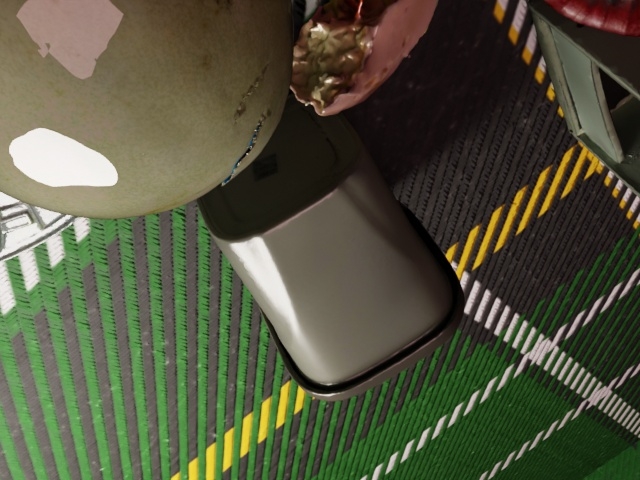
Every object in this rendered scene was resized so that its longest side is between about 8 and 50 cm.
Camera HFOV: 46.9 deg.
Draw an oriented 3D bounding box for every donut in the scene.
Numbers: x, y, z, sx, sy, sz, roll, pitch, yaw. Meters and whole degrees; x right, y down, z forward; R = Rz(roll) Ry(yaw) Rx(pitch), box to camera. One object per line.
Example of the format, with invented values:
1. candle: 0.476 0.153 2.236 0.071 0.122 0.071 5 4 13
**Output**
1. donut: 0.036 -0.229 0.603 0.199 0.085 0.233 -46 153 -31

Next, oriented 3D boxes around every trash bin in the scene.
1. trash bin: 0.000 0.000 0.777 0.219 0.219 0.250 -32 134 1

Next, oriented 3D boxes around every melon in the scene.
1. melon: -0.152 -0.151 0.483 0.268 0.268 0.330 -32 152 3

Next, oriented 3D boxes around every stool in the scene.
1. stool: 0.384 -0.161 0.784 0.170 0.270 0.243 -36 141 7

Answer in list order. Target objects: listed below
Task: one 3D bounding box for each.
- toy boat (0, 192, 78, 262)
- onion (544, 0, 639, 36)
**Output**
1. toy boat: -0.334 -0.019 0.645 0.319 0.092 0.141 -21 142 -11
2. onion: 0.294 -0.317 0.627 0.273 0.285 0.273 13 131 16
